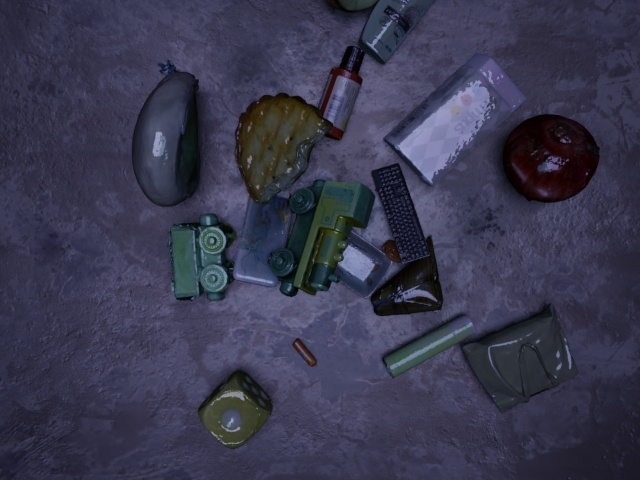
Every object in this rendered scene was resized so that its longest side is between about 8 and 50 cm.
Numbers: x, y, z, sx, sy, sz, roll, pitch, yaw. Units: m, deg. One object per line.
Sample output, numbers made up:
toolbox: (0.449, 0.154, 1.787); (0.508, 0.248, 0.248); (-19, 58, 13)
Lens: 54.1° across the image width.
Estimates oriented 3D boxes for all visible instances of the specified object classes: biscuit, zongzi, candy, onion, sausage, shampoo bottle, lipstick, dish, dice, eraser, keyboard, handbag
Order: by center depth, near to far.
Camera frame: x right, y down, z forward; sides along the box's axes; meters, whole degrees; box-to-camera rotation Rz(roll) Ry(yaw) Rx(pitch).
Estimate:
candy: (-0.435, -0.280, 1.773); (0.186, 0.427, 0.386); (5, 107, -9)
onion: (0.680, -0.247, 1.851); (0.276, 0.276, 0.276); (0, 93, 0)
biscuit: (-0.109, -0.286, 1.887); (0.335, 0.078, 0.329); (-8, 87, 27)
shampoo bottle: (0.255, -0.722, 1.905); (0.134, 0.078, 0.359); (37, 92, -13)
shampoo bottle: (0.063, -0.453, 1.909); (0.104, 0.104, 0.278); (20, 93, -1)
dice: (-0.259, 0.518, 1.923); (0.166, 0.169, 0.169); (-43, 93, 3)
eraser: (0.411, -0.373, 1.925); (0.397, 0.082, 0.213); (-43, 93, 2)
keyboard: (0.245, -0.085, 1.937); (0.101, 0.018, 0.310); (-17, 79, -1)
biscuit: (0.226, 0.031, 1.943); (0.078, 0.091, 0.015); (27, 127, -19)
zongzi: (0.258, 0.111, 1.947); (0.221, 0.112, 0.242); (-8, 76, 7)
handbag: (0.630, 0.374, 1.951); (0.315, 0.109, 0.253); (-25, 96, -5)
dish: (0.093, 0.057, 1.954); (0.234, 0.064, 0.154); (35, 92, -3)
lipstick: (0.339, 0.332, 1.966); (0.304, 0.076, 0.076); (-29, 93, 0)
sausage: (-0.047, 0.360, 1.986); (0.031, 0.031, 0.107); (-39, 94, 2)

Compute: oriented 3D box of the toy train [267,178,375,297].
toy train: (0.000, 0.000, 1.845); (0.237, 0.150, 0.369); (11, 77, 30)

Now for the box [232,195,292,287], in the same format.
box: (-0.174, -0.004, 1.921); (0.142, 0.044, 0.285); (11, 74, -6)

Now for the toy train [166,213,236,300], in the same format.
toy train: (-0.359, 0.054, 1.912); (0.188, 0.159, 0.272); (-3, 97, 3)

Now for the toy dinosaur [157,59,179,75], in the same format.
toy dinosaur: (-0.468, -0.525, 1.940); (0.047, 0.030, 0.083); (-43, 92, 0)

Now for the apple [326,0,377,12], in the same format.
apple: (0.094, -0.784, 1.862); (0.188, 0.174, 0.207); (-18, 94, -27)
